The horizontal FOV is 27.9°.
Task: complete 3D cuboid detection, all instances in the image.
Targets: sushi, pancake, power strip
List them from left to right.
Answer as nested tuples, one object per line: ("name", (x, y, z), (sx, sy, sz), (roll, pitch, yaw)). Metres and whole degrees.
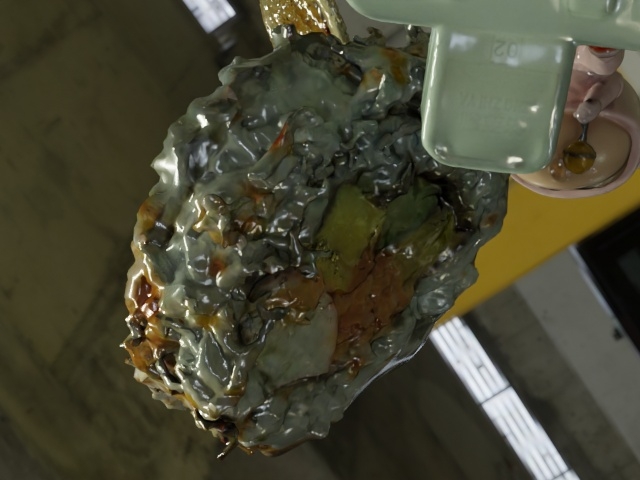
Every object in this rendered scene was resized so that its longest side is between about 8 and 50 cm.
("pancake", (-0.013, -0.187, 1.134), (0.151, 0.025, 0.151), (50, 153, 37))
("sushi", (0.001, -0.003, 1.081), (0.176, 0.417, 0.417), (38, -177, 28))
("power strip", (0.129, -0.191, 0.859), (0.141, 0.230, 0.261), (-80, -3, -56))

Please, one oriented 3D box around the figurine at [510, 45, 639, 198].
("figurine", (0.232, -0.142, 1.264), (0.287, 0.176, 0.186), (79, -154, -50))
